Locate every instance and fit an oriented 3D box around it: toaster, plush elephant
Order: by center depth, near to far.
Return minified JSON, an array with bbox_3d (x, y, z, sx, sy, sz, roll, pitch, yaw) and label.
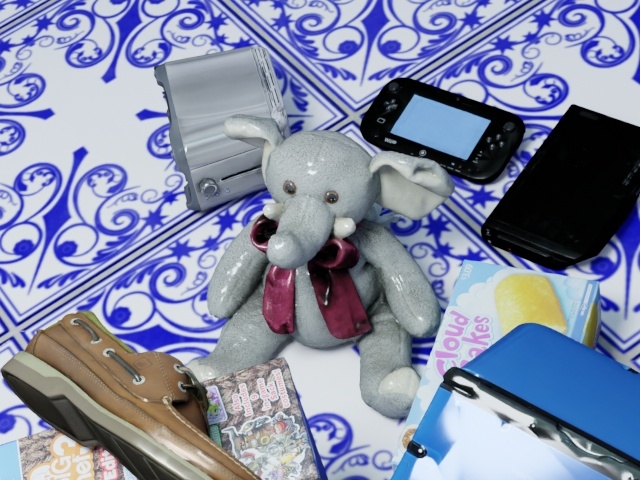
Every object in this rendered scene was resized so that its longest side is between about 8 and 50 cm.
[{"bbox_3d":[0.000,0.000,1.576,0.271,0.255,0.330,7,53,18],"label":"plush elephant"},{"bbox_3d":[-0.117,-0.149,1.815,0.146,0.129,0.227,-14,47,-4],"label":"toaster"}]

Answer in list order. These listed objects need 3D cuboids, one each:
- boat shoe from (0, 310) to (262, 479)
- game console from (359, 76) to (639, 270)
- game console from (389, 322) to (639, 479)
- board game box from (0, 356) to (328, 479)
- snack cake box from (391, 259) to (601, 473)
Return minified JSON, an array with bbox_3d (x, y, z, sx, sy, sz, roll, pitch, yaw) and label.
[{"bbox_3d":[-0.149,0.145,1.282,0.307,0.111,0.104,28,62,32],"label":"boat shoe"},{"bbox_3d":[0.205,-0.097,1.751,0.361,0.044,0.213,22,59,28],"label":"game console"},{"bbox_3d":[0.240,0.230,1.338,0.293,0.173,0.250,27,88,25],"label":"game console"},{"bbox_3d":[-0.133,0.270,1.401,0.291,0.232,0.141,-17,48,-2],"label":"board game box"},{"bbox_3d":[0.186,0.156,1.515,0.152,0.089,0.264,10,54,19],"label":"snack cake box"}]
